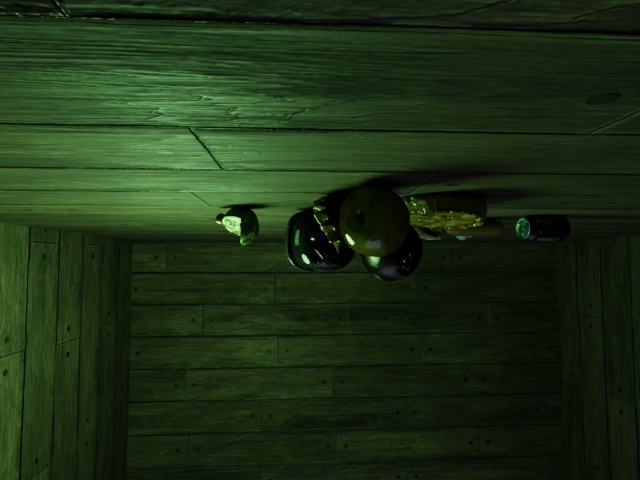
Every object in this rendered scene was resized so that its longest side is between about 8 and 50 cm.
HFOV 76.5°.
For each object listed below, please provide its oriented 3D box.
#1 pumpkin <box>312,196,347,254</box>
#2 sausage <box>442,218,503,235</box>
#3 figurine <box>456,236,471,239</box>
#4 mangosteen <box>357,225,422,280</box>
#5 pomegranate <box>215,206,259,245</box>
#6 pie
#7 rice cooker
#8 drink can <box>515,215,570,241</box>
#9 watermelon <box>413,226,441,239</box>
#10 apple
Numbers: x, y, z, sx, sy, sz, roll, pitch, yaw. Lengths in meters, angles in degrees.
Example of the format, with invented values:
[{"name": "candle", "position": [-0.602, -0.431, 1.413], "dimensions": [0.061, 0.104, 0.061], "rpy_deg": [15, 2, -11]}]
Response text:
[{"name": "pumpkin", "position": [0.068, -0.091, 1.235], "dimensions": [0.149, 0.131, 0.254], "rpy_deg": [-26, -151, 10]}, {"name": "sausage", "position": [0.705, -0.060, 1.884], "dimensions": [0.288, 0.086, 0.086], "rpy_deg": [1, 176, -5]}, {"name": "figurine", "position": [0.802, -0.049, 2.307], "dimensions": [0.114, 0.079, 0.114], "rpy_deg": [31, 162, 11]}, {"name": "mangosteen", "position": [0.317, 0.031, 1.957], "dimensions": [0.306, 0.307, 0.347], "rpy_deg": [3, -157, -41]}, {"name": "pomegranate", "position": [-0.299, -0.069, 1.521], "dimensions": [0.169, 0.122, 0.143], "rpy_deg": [36, 161, 27]}, {"name": "pie", "position": [0.380, -0.095, 1.334], "dimensions": [0.314, 0.093, 0.315], "rpy_deg": [4, 174, 0]}, {"name": "rice cooker", "position": [0.000, 0.000, 1.566], "dimensions": [0.267, 0.268, 0.224], "rpy_deg": [2, 175, -29]}, {"name": "drink can", "position": [0.975, -0.051, 1.782], "dimensions": [0.204, 0.118, 0.118], "rpy_deg": [-1, 177, -10]}, {"name": "watermelon", "position": [0.566, -0.053, 2.226], "dimensions": [0.186, 0.071, 0.139], "rpy_deg": [7, 173, 27]}, {"name": "apple", "position": [0.142, -0.052, 1.091], "dimensions": [0.195, 0.196, 0.196], "rpy_deg": [0, 177, 0]}]
